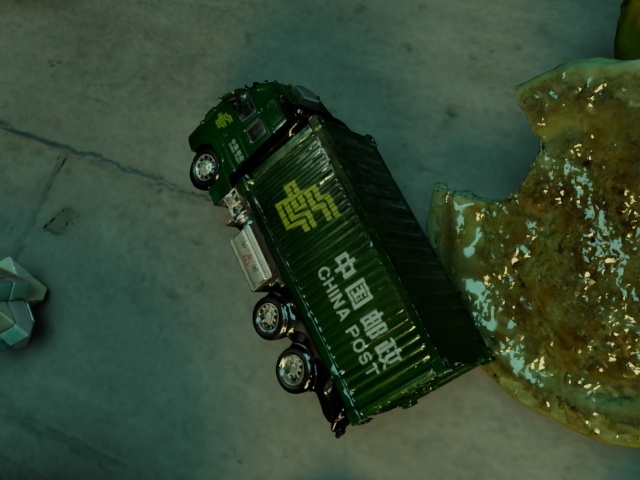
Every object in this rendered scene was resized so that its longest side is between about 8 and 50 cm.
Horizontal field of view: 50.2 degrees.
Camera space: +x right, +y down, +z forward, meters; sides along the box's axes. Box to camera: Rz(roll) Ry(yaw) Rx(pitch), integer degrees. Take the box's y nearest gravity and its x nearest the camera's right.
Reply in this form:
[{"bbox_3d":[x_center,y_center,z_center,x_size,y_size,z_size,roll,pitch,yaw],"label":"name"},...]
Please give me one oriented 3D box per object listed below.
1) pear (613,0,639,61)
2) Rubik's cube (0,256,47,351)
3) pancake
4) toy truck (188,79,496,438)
[{"bbox_3d":[0.318,-0.118,0.413,0.269,0.212,0.213,28,81,25],"label":"pear"},{"bbox_3d":[-0.267,0.049,0.555,0.084,0.075,0.073,17,94,1],"label":"Rubik's cube"},{"bbox_3d":[0.175,0.013,0.422,0.253,0.037,0.254,9,103,42],"label":"pancake"},{"bbox_3d":[0.000,0.000,0.492,0.121,0.088,0.259,-38,67,27],"label":"toy truck"}]
